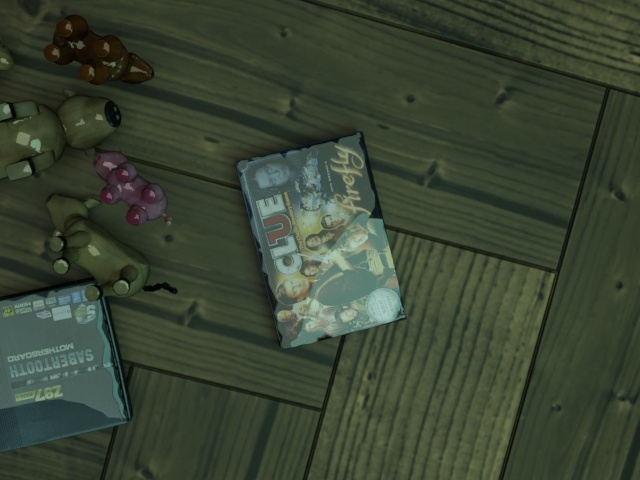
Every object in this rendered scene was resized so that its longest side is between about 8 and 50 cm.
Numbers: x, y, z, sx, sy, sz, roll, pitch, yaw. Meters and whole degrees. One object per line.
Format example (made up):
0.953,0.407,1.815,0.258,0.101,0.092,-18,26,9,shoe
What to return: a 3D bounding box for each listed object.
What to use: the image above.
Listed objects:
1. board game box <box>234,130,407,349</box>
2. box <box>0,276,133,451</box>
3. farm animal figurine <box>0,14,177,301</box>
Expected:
0.000,0.000,1.442,0.165,0.042,0.243,-14,95,-4,board game box
-0.362,0.156,1.408,0.233,0.059,0.183,-11,96,-5,box
-0.320,-0.099,1.353,0.327,0.172,0.330,3,100,7,farm animal figurine
